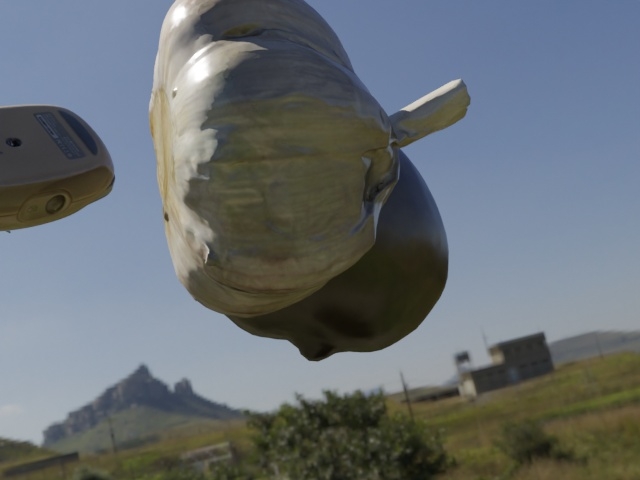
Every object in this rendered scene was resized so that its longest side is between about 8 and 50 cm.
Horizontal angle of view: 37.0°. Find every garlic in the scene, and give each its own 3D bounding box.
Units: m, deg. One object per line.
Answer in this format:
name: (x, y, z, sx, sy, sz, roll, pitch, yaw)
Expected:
garlic: (-0.001, -0.061, 0.619, 0.212, 0.219, 0.218, -8, -13, -14)

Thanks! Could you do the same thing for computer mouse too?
computer mouse: (-0.336, -0.078, 1.024, 0.236, 0.145, 0.082, -19, -31, -49)

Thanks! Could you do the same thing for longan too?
longan: (0.004, -0.002, 1.086, 0.297, 0.297, 0.297, -13, -12, -3)
